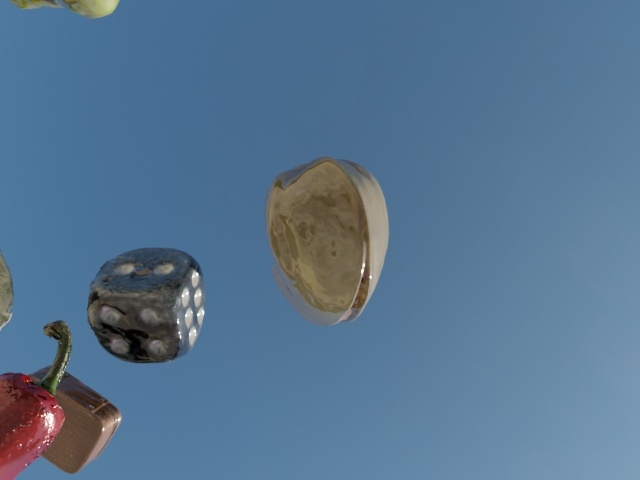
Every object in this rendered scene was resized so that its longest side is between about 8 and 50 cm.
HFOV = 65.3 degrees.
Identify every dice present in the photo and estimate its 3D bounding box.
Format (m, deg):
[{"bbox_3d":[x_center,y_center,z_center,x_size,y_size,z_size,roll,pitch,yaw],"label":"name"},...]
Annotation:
[{"bbox_3d":[-0.345,0.130,1.020,0.183,0.181,0.182,1,-57,3],"label":"dice"}]

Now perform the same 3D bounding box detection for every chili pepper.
[{"bbox_3d":[-0.400,0.265,0.560,0.110,0.387,0.110,22,-34,16],"label":"chili pepper"}]

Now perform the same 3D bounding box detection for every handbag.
[{"bbox_3d":[-0.495,0.346,0.959,0.194,0.072,0.151,28,-82,7],"label":"handbag"}]

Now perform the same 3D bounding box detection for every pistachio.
[{"bbox_3d":[0.000,0.000,1.145,0.365,0.282,0.445,56,-32,35],"label":"pistachio"}]

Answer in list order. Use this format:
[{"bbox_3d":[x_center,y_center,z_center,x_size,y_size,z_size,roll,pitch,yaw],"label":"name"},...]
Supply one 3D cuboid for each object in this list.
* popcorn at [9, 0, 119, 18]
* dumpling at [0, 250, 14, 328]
[{"bbox_3d":[-0.246,-0.288,0.292,0.336,0.279,0.274,34,-76,3],"label":"popcorn"},{"bbox_3d":[-0.658,0.079,0.941,0.180,0.131,0.251,14,-92,13],"label":"dumpling"}]
